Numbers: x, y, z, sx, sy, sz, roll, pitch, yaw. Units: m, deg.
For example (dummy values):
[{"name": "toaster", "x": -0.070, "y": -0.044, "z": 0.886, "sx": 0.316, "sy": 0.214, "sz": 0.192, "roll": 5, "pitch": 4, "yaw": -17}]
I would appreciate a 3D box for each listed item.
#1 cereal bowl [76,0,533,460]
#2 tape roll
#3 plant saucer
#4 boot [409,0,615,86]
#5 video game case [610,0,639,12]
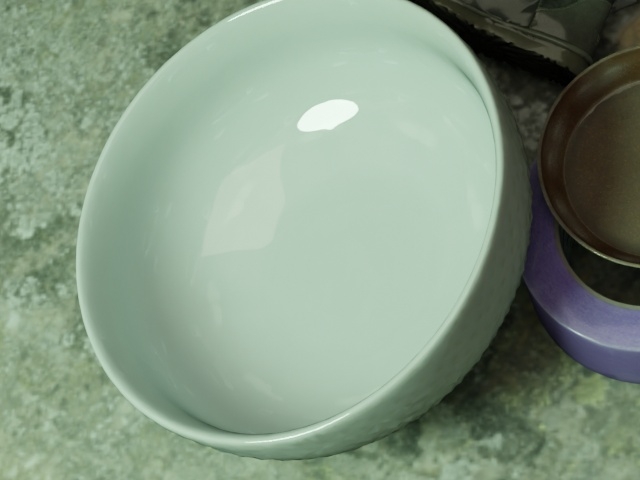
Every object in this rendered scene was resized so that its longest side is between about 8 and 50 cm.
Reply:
[{"name": "cereal bowl", "x": 0.000, "y": 0.000, "z": 1.199, "sx": 0.339, "sy": 0.141, "sz": 0.339, "roll": -11, "pitch": 63, "yaw": 23}, {"name": "tape roll", "x": 0.234, "y": 0.001, "z": 1.186, "sx": 0.189, "sy": 0.080, "sz": 0.189, "roll": -6, "pitch": 67, "yaw": 14}, {"name": "plant saucer", "x": 0.233, "y": -0.055, "z": 1.149, "sx": 0.168, "sy": 0.029, "sz": 0.168, "roll": -6, "pitch": 68, "yaw": 14}, {"name": "boot", "x": 0.172, "y": -0.237, "z": 1.286, "sx": 0.190, "sy": 0.076, "sz": 0.208, "roll": 25, "pitch": 83, "yaw": 8}, {"name": "video game case", "x": 0.192, "y": -0.223, "z": 1.325, "sx": 0.166, "sy": 0.015, "sz": 0.119, "roll": -21, "pitch": 64, "yaw": 6}]
